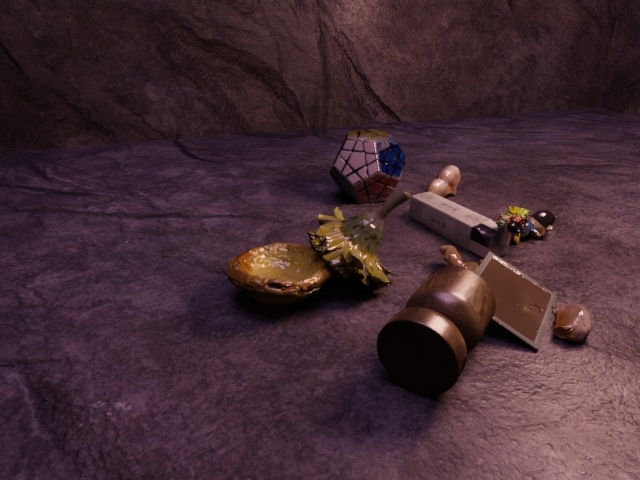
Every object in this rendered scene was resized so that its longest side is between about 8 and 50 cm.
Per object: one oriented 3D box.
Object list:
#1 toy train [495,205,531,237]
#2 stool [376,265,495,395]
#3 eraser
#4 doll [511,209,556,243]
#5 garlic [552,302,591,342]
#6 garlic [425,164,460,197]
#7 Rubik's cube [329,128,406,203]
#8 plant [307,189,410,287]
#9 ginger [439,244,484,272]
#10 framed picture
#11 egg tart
[{"bbox_3d":[0.602,-0.062,1.509,0.085,0.053,0.249,14,19,26],"label":"toy train"},{"bbox_3d":[0.262,0.188,1.067,0.179,0.179,0.264,15,30,31],"label":"stool"},{"bbox_3d":[0.464,-0.061,1.661,0.098,0.096,0.404,-13,28,-24],"label":"eraser"},{"bbox_3d":[0.716,-0.041,1.630,0.179,0.089,0.102,-28,28,0],"label":"doll"},{"bbox_3d":[0.611,0.186,1.174,0.084,0.066,0.152,8,30,23],"label":"garlic"},{"bbox_3d":[0.502,-0.228,1.988,0.099,0.124,0.174,36,70,30],"label":"garlic"},{"bbox_3d":[0.193,-0.305,1.984,0.319,0.319,0.264,-25,7,-39],"label":"Rubik's cube"},{"bbox_3d":[0.100,-0.008,1.349,0.261,0.297,0.306,-16,60,-34],"label":"plant"},{"bbox_3d":[0.450,0.085,1.397,0.149,0.065,0.258,-5,29,-22],"label":"ginger"},{"bbox_3d":[0.487,0.145,1.243,0.216,0.016,0.273,36,39,17],"label":"framed picture"},{"bbox_3d":[-0.114,0.103,1.335,0.294,0.123,0.294,1,23,0],"label":"egg tart"}]
